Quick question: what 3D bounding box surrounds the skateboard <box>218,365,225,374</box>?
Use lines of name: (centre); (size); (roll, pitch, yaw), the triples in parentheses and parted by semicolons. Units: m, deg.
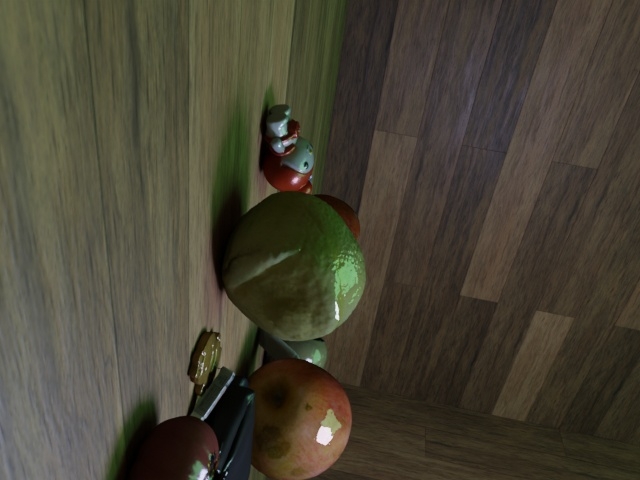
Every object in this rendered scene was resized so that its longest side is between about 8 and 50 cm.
skateboard: (-0.221, 0.294, 1.212); (0.083, 0.032, 0.064); (-112, -145, -73)

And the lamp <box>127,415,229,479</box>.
lamp: (-0.216, 0.364, 0.831); (0.182, 0.139, 0.182); (16, 90, -86)

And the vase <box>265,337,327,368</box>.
vase: (-0.132, 0.492, 2.159); (0.303, 0.240, 0.329); (-67, -158, -1)

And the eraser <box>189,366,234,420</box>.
eraser: (-0.224, 0.322, 1.123); (0.122, 0.029, 0.052); (-56, 172, -21)

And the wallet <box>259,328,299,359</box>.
wallet: (-0.143, 0.370, 1.819); (0.032, 0.182, 0.124); (-37, 154, -34)

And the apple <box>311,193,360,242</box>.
apple: (0.000, 0.000, 1.989); (0.348, 0.276, 0.349); (10, 90, -86)

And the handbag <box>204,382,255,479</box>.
handbag: (-0.220, 0.497, 1.209); (0.257, 0.113, 0.286); (-83, 180, -62)

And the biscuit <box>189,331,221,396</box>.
biscuit: (-0.232, 0.248, 1.118); (0.184, 0.027, 0.134); (97, 7, -53)

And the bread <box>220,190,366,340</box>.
bread: (-0.055, 0.052, 1.138); (0.237, 0.320, 0.321); (-53, 162, -33)

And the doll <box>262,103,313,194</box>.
doll: (-0.079, -0.194, 1.355); (0.161, 0.129, 0.291); (-84, 166, -46)

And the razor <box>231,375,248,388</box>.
razor: (-0.232, 0.433, 1.426); (0.090, 0.054, 0.148); (97, 5, -49)

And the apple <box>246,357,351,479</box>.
apple: (-0.093, 0.529, 1.625); (0.364, 0.363, 0.364); (11, 90, -86)
